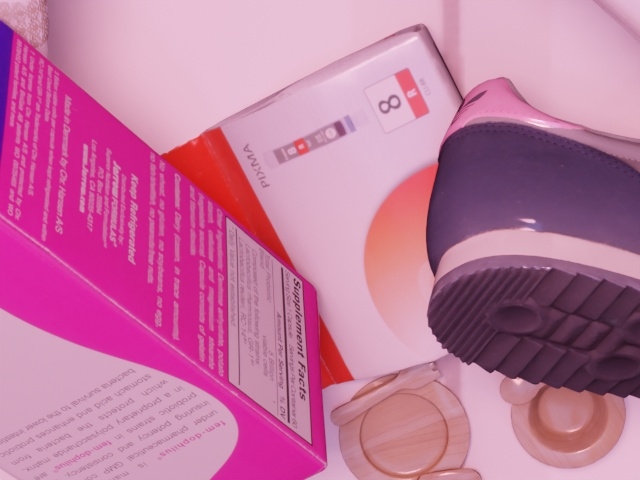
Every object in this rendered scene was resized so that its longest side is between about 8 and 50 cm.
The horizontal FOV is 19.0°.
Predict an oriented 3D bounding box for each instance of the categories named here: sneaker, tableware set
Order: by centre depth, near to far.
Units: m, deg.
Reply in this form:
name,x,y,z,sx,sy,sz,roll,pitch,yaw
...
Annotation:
name,x,y,z,sx,sy,sz,roll,pitch,yaw
sneaker,0.194,0.010,0.863,0.319,0.131,0.112,18,142,-24
tableware set,0.090,0.129,0.940,0.141,0.020,0.169,-15,102,6

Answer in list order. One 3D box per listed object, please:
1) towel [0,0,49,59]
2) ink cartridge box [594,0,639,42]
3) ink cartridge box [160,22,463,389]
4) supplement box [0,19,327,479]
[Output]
name,x,y,z,sx,sy,sz,roll,pitch,yaw
towel,-0.219,-0.069,0.823,0.209,0.034,0.285,6,139,0
ink cartridge box,0.218,-0.217,0.796,0.272,0.130,0.309,41,101,-7
ink cartridge box,0.000,0.000,0.902,0.179,0.045,0.145,-27,100,6
supplement box,-0.106,0.028,0.820,0.111,0.114,0.220,-29,130,24
